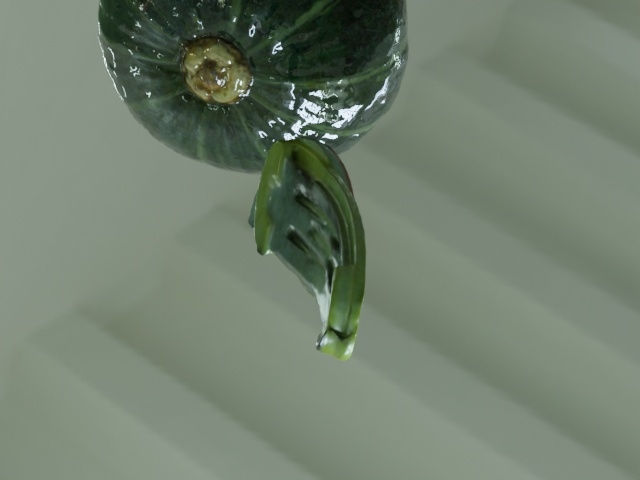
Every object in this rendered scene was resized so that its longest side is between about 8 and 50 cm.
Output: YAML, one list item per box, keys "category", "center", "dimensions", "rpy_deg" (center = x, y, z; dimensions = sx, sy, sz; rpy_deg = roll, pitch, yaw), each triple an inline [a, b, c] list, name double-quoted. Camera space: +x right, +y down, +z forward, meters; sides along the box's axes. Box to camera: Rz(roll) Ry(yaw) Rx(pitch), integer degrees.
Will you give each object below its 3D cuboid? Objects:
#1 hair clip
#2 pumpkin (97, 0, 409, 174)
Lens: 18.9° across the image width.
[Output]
- category: "hair clip"
  center: [0.000, 0.000, 0.809]
  dimensions: [0.033, 0.060, 0.188]
  rpy_deg: [7, -161, -15]
- category: "pumpkin"
  center: [-0.034, -0.114, 1.007]
  dimensions: [0.167, 0.167, 0.125]
  rpy_deg: [31, -141, 17]
